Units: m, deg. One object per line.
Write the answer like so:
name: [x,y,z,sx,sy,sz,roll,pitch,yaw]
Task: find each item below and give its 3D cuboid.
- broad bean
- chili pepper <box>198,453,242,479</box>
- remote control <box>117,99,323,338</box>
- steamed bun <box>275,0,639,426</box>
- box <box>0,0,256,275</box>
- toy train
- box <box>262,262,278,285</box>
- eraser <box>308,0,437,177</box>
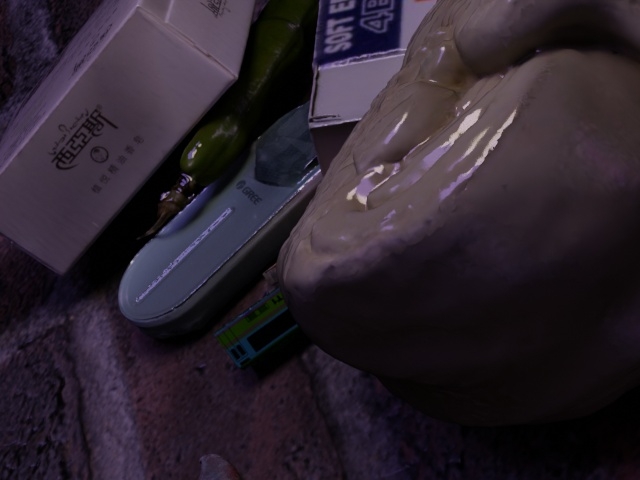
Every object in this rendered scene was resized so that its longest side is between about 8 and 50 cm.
broad bean: [-0.066,-0.133,1.681,0.098,0.056,0.318,-24,26,49]
chili pepper: [-0.075,0.201,1.384,0.050,0.041,0.153,-13,24,7]
remote control: [-0.063,-0.017,1.595,0.247,0.052,0.104,-44,36,-2]
steamed bun: [0.144,-0.030,1.229,0.342,0.255,0.367,-54,2,15]
box: [-0.176,-0.125,1.688,0.260,0.111,0.194,-44,19,27]
toy train: [0.017,0.025,1.476,0.209,0.042,0.044,-36,0,10]
box: [0.000,0.000,1.507,0.093,0.015,0.058,-38,0,-15]
eraser: [0.065,-0.169,1.572,0.130,0.086,0.287,-6,45,14]
